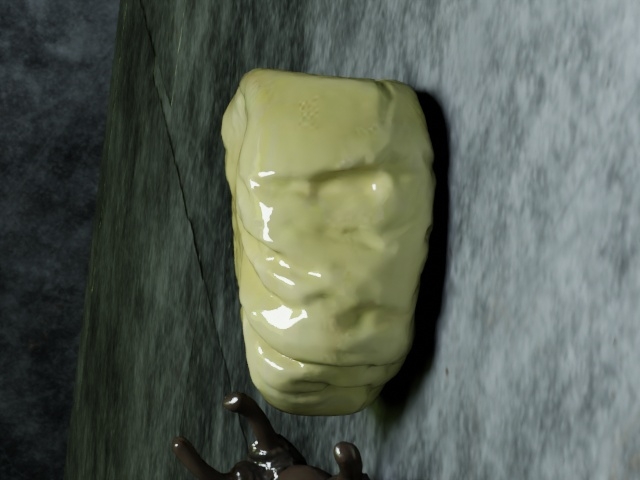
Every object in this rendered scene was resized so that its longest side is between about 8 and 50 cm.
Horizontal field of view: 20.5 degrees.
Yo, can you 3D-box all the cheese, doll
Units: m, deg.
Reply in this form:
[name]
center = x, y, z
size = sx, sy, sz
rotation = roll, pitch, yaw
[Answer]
[cheese]
center = 0.000, 0.000, 1.086
size = 0.226, 0.117, 0.214
rotation = 163, 107, -82
[doll]
center = -0.008, 0.161, 1.070
size = 0.139, 0.165, 0.057
rotation = 19, 66, 41
